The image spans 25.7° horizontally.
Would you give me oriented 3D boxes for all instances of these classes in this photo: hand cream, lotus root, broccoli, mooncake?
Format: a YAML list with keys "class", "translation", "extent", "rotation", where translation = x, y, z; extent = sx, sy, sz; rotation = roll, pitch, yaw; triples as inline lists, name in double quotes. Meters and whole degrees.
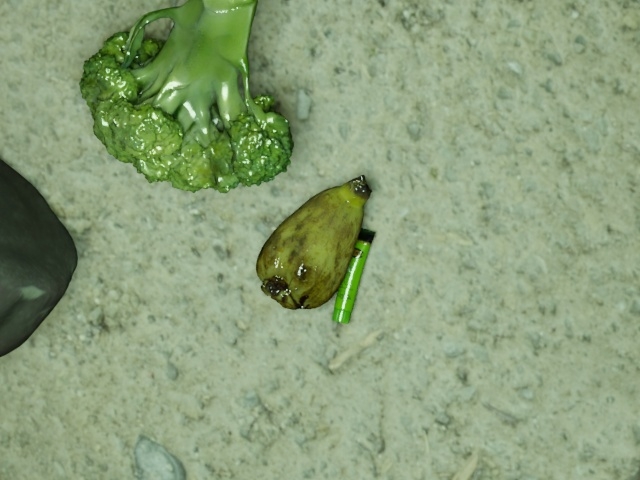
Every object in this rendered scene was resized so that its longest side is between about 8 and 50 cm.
- class: "hand cream"
  translation: [0.039, 0.044, 1.773]
  extent: [0.036, 0.023, 0.122]
  rotation: [14, 91, 17]
- class: "lotus root"
  translation: [0.000, 0.000, 1.743]
  extent: [0.108, 0.094, 0.191]
  rotation: [36, 86, 0]
- class: "broccoli"
  translation: [-0.151, -0.162, 1.654]
  extent: [0.186, 0.302, 0.254]
  rotation: [-34, 95, -34]
- class: "mooncake"
  translation: [-0.449, -0.002, 1.699]
  extent: [0.306, 0.306, 0.154]
  rotation: [43, 106, 3]
